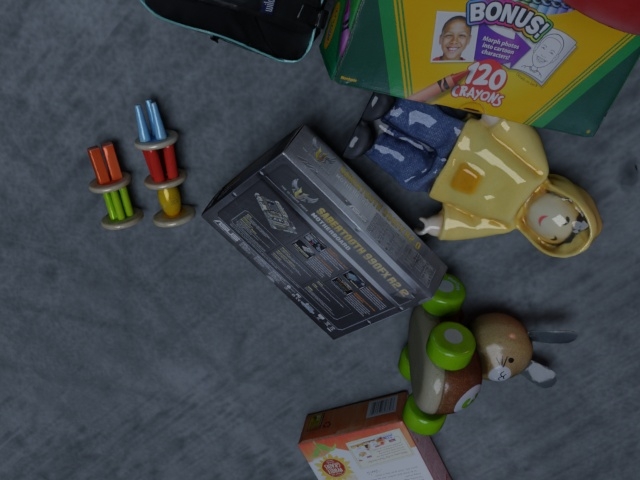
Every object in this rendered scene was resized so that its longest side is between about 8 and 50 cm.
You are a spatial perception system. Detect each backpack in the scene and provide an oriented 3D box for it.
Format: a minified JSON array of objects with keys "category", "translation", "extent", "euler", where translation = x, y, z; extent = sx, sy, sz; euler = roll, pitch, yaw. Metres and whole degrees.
[{"category":"backpack","translation":[-0.085,-0.275,0.720],"extent":[0.189,0.144,0.165],"euler":[7,125,-22]}]

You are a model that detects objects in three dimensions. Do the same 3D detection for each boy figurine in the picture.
[{"category":"boy figurine","translation":[0.166,-0.064,0.827],"extent":[0.285,0.092,0.177],"euler":[30,117,-2]}]

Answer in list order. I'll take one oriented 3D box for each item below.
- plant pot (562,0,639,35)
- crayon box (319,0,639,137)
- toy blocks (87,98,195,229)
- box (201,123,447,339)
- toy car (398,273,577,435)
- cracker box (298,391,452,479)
[{"category":"plant pot","translation":[0.253,-0.279,0.567],"extent":[0.191,0.191,0.174],"euler":[27,140,-4]},{"category":"crayon box","translation":[0.157,-0.205,0.700],"extent":[0.279,0.081,0.165],"euler":[8,125,-18]},{"category":"toy blocks","translation":[-0.221,-0.090,0.910],"extent":[0.123,0.054,0.148],"euler":[-2,118,12]},{"category":"box","translation":[0.000,0.000,0.879],"extent":[0.231,0.056,0.183],"euler":[43,139,-13]},{"category":"toy car","translation":[0.201,0.140,0.912],"extent":[0.189,0.148,0.155],"euler":[6,132,-5]},{"category":"cracker box","translation":[0.090,0.332,1.073],"extent":[0.156,0.067,0.232],"euler":[-18,113,21]}]
